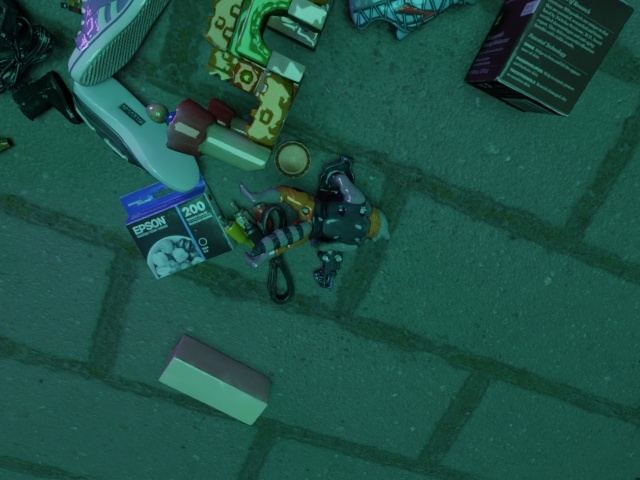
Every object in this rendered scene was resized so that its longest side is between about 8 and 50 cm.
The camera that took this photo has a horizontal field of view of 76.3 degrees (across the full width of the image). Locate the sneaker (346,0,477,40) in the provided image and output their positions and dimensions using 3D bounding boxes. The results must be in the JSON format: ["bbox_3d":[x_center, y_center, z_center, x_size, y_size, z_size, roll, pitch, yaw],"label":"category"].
[{"bbox_3d":[0.178,-0.465,0.801,0.261,0.104,0.125,1,131,-2],"label":"sneaker"}]

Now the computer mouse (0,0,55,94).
[{"bbox_3d":[-0.647,-0.436,0.766,0.188,0.072,0.272,-30,113,13],"label":"computer mouse"}]

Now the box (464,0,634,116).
[{"bbox_3d":[0.427,-0.373,0.794,0.166,0.168,0.203,22,108,-10],"label":"box"}]

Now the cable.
[{"bbox_3d":[-0.121,0.020,0.988,0.139,0.072,0.287,-32,122,-9],"label":"cable"}]

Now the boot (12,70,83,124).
[{"bbox_3d":[-0.564,-0.279,0.841,0.099,0.045,0.121,-25,103,4],"label":"boot"}]

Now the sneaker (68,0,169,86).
[{"bbox_3d":[-0.409,-0.434,0.753,0.161,0.102,0.282,35,84,-10],"label":"sneaker"}]

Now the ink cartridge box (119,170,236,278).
[{"bbox_3d":[-0.333,-0.037,0.945,0.206,0.045,0.209,-21,109,5],"label":"ink cartridge box"}]

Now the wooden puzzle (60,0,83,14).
[{"bbox_3d":[-0.465,-0.468,0.796,0.083,0.006,0.050,16,109,-9],"label":"wooden puzzle"}]

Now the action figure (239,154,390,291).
[{"bbox_3d":[0.000,0.000,0.897,0.329,0.178,0.342,-8,116,-15],"label":"action figure"}]

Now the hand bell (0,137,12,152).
[{"bbox_3d":[-0.780,-0.177,0.850,0.241,0.126,0.126,-16,111,-9],"label":"hand bell"}]

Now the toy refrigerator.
[{"bbox_3d":[-0.272,0.369,1.069,0.269,0.102,0.094,32,106,-14],"label":"toy refrigerator"}]

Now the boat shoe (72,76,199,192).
[{"bbox_3d":[-0.387,-0.209,0.851,0.301,0.108,0.102,44,139,-16],"label":"boat shoe"}]

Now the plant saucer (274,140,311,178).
[{"bbox_3d":[-0.063,-0.183,0.921,0.083,0.013,0.084,-1,111,-2],"label":"plant saucer"}]

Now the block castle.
[{"bbox_3d":[-0.110,-0.363,0.698,0.212,0.303,0.454,22,107,-10],"label":"block castle"}]
